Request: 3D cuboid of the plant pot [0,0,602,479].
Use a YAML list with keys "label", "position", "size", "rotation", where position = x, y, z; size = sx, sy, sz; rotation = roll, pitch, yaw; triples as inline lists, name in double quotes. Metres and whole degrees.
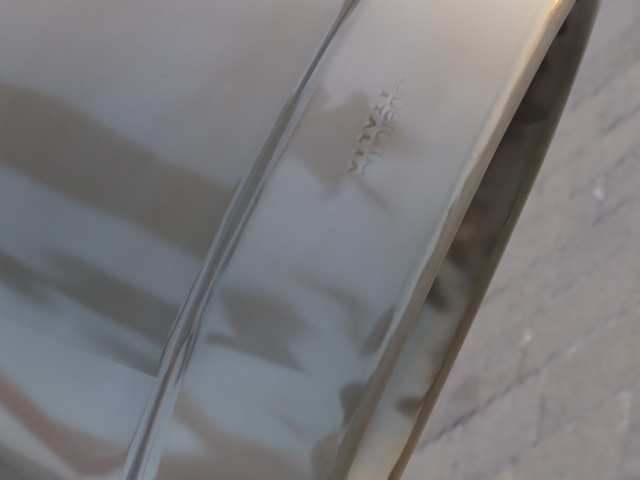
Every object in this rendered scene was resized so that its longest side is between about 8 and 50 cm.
- label: "plant pot"
  position: [-0.077, -0.015, 0.646]
  size: [0.323, 0.280, 0.323]
  rotation: [24, -90, -82]
